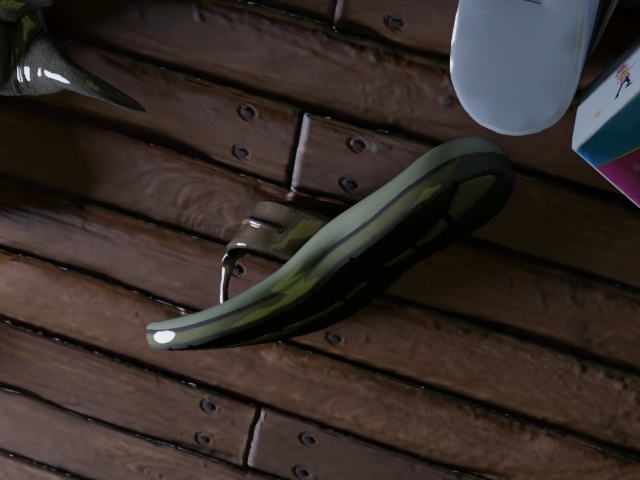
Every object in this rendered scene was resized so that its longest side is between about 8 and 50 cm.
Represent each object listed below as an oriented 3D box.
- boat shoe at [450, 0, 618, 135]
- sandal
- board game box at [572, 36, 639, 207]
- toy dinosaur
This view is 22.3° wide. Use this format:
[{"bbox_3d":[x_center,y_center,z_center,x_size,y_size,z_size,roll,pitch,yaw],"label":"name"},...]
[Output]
[{"bbox_3d":[0.155,-0.212,0.960,0.113,0.105,0.306,17,125,18],"label":"boat shoe"},{"bbox_3d":[0.002,-0.001,1.127,0.303,0.120,0.086,-33,71,27],"label":"sandal"},{"bbox_3d":[0.332,-0.045,0.944,0.303,0.097,0.224,40,118,-9],"label":"board game box"},{"bbox_3d":[-0.246,-0.177,1.141,0.313,0.121,0.160,31,132,-1],"label":"toy dinosaur"}]
